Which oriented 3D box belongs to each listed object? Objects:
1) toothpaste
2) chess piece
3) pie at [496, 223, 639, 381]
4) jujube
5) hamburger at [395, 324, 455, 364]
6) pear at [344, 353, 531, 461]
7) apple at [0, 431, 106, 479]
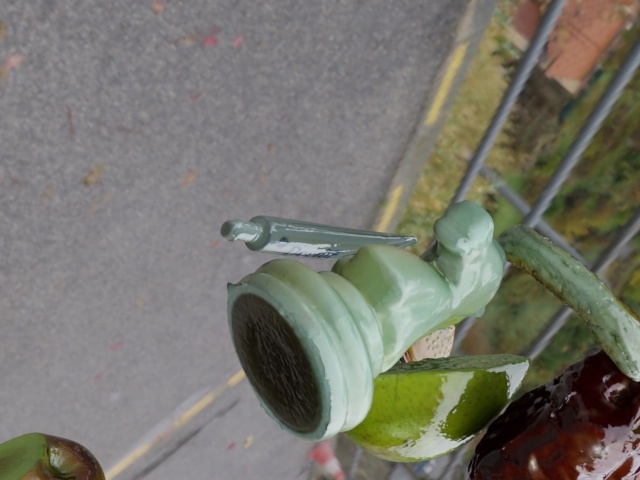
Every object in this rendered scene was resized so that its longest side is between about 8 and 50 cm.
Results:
[{"bbox_3d":[0.000,0.000,1.105,0.255,0.037,0.067,7,148,-44],"label":"toothpaste"},{"bbox_3d":[0.072,0.057,1.011,0.298,0.175,0.175,-25,153,-31],"label":"chess piece"},{"bbox_3d":[0.281,0.064,1.102,0.054,0.240,0.240,-48,159,9],"label":"pie"},{"bbox_3d":[0.303,0.262,1.272,0.216,0.216,0.342,-30,151,-33],"label":"jujube"},{"bbox_3d":[0.161,0.151,1.794,0.115,0.162,0.162,-3,-174,36],"label":"hamburger"},{"bbox_3d":[0.174,0.217,1.407,0.239,0.139,0.288,-19,169,34],"label":"pear"},{"bbox_3d":[-0.305,0.275,1.097,0.147,0.146,0.163,-42,122,8],"label":"apple"}]
